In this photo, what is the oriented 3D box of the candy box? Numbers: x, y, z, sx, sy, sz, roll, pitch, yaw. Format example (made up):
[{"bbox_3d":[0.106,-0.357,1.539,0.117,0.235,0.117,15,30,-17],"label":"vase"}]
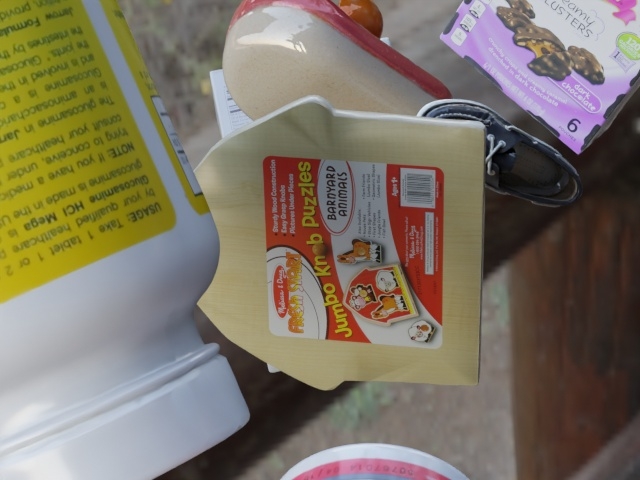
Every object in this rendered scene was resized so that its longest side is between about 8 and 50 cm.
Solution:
[{"bbox_3d":[0.221,-0.201,1.636,0.165,0.196,0.070,41,41,9],"label":"candy box"}]

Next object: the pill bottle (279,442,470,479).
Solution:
[{"bbox_3d":[0.019,0.187,0.831,0.108,0.108,0.180,-1,40,9],"label":"pill bottle"}]

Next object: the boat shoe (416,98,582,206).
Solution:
[{"bbox_3d":[0.114,-0.053,1.217,0.046,0.125,0.038,-59,33,10],"label":"boat shoe"}]

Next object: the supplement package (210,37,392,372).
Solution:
[{"bbox_3d":[0.009,-0.038,2.005,0.198,0.199,0.262,-11,52,-2],"label":"supplement package"}]

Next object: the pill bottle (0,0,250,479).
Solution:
[{"bbox_3d":[-0.165,-0.034,0.939,0.188,0.334,0.188,-24,1,0],"label":"pill bottle"}]

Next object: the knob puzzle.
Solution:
[{"bbox_3d":[0.000,0.000,1.124,0.213,0.213,0.030,1,29,12],"label":"knob puzzle"}]

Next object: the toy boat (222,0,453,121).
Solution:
[{"bbox_3d":[0.020,-0.169,1.803,0.151,0.231,0.151,-28,40,43],"label":"toy boat"}]
